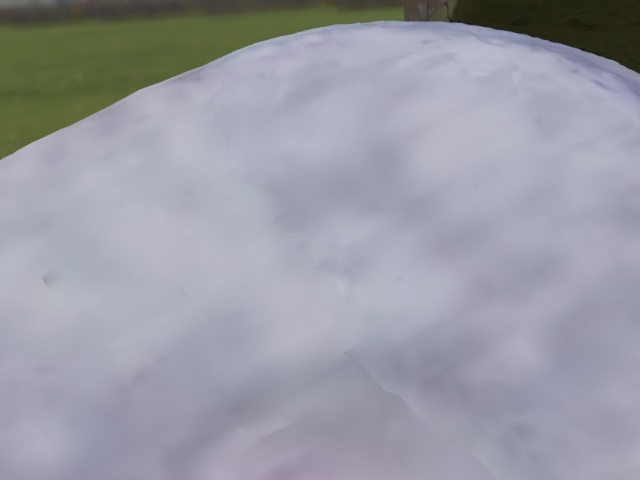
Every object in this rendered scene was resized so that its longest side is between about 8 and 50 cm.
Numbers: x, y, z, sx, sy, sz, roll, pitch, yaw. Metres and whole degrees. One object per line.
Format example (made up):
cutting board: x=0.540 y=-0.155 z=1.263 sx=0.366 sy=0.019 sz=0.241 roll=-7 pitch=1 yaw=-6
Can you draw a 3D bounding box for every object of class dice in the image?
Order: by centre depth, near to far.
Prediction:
dice: x=0.013 y=0.128 z=0.504 sx=0.270 sy=0.270 sz=0.271 roll=-27 pitch=-28 yaw=-11

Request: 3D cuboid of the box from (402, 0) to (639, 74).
box: x=0.139 y=-0.228 z=0.873 sx=0.191 sy=0.225 sz=0.297 roll=-2 pitch=-22 yaw=-5
